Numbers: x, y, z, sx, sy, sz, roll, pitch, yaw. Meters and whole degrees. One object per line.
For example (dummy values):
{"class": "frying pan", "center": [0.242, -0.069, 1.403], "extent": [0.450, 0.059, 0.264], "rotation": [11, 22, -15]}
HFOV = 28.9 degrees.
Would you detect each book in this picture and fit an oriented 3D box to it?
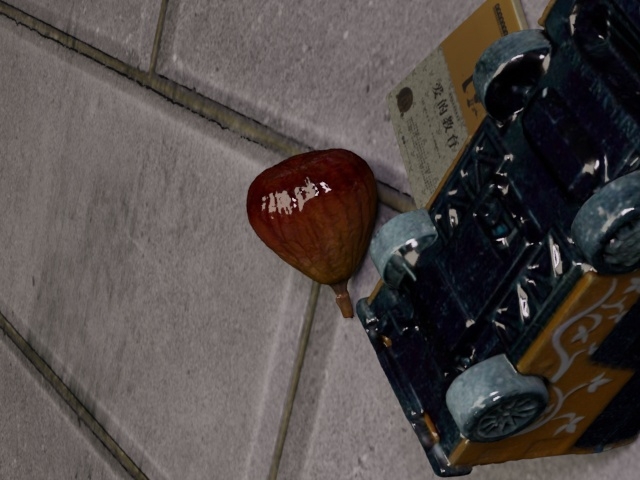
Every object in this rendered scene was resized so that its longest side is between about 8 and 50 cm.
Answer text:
{"class": "book", "center": [0.117, -0.114, 1.019], "extent": [0.172, 0.012, 0.118], "rotation": [-41, 55, 46]}

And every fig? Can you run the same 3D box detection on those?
{"class": "fig", "center": [-0.011, -0.009, 1.107], "extent": [0.119, 0.119, 0.153], "rotation": [13, 97, 56]}

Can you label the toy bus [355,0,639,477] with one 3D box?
{"class": "toy bus", "center": [0.176, -0.011, 0.763], "extent": [0.323, 0.194, 0.162], "rotation": [-61, 41, 37]}
